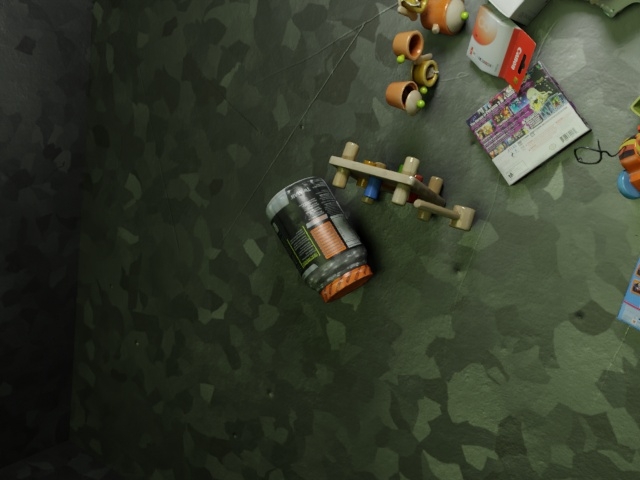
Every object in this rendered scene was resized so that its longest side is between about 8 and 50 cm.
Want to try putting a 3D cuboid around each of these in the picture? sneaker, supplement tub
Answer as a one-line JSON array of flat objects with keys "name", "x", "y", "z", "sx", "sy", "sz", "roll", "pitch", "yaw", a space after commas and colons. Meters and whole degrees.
[{"name": "sneaker", "x": 0.641, "y": -0.549, "z": 1.419, "sx": 0.212, "sy": 0.080, "sz": 0.094, "roll": 7, "pitch": 115, "yaw": 31}, {"name": "supplement tub", "x": 0.000, "y": 0.000, "z": 1.864, "sx": 0.207, "sy": 0.207, "sz": 0.338, "roll": -39, "pitch": 75, "yaw": 33}]

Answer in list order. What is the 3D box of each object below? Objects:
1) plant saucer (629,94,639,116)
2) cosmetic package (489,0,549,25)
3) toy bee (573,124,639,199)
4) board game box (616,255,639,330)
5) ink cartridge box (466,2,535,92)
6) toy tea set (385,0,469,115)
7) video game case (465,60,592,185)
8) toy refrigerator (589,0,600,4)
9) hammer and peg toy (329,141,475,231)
[{"name": "plant saucer", "x": 0.808, "y": -0.301, "z": 1.354, "sx": 0.188, "sy": 0.045, "sz": 0.188, "roll": 47, "pitch": 121, "yaw": 20}, {"name": "cosmetic package", "x": 0.474, "y": -0.629, "z": 1.472, "sx": 0.151, "sy": 0.151, "sz": 0.184, "roll": 50, "pitch": 122, "yaw": 17}, {"name": "toy bee", "x": 0.716, "y": -0.173, "z": 1.359, "sx": 0.195, "sy": 0.298, "sz": 0.162, "roll": 6, "pitch": 61, "yaw": 57}, {"name": "board game box", "x": 0.768, "y": 0.113, "z": 1.406, "sx": 0.160, "sy": 0.039, "sz": 0.212, "roll": 41, "pitch": 123, "yaw": 58}, {"name": "ink cartridge box", "x": 0.431, "y": -0.461, "z": 1.527, "sx": 0.145, "sy": 0.045, "sz": 0.179, "roll": 95, "pitch": 153, "yaw": -52}, {"name": "toy tea set", "x": 0.277, "y": -0.484, "z": 1.604, "sx": 0.124, "sy": 0.200, "sz": 0.336, "roll": 19, "pitch": 108, "yaw": 40}, {"name": "video game case", "x": 0.509, "y": -0.286, "z": 1.566, "sx": 0.232, "sy": 0.041, "sz": 0.210, "roll": -40, "pitch": 74, "yaw": 32}, {"name": "toy refrigerator", "x": 0.679, "y": -0.611, "z": 1.309, "sx": 0.269, "sy": 0.094, "sz": 0.102, "roll": -20, "pitch": 73, "yaw": 17}, {"name": "hammer and peg toy", "x": 0.223, "y": -0.143, "z": 1.656, "sx": 0.361, "sy": 0.266, "sz": 0.128, "roll": 19, "pitch": 89, "yaw": 32}]
